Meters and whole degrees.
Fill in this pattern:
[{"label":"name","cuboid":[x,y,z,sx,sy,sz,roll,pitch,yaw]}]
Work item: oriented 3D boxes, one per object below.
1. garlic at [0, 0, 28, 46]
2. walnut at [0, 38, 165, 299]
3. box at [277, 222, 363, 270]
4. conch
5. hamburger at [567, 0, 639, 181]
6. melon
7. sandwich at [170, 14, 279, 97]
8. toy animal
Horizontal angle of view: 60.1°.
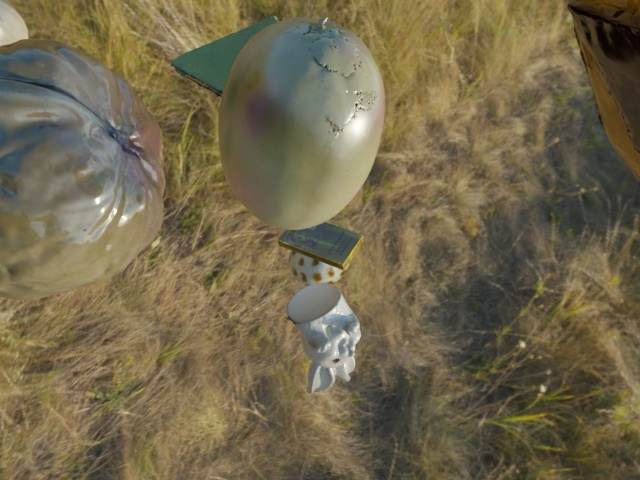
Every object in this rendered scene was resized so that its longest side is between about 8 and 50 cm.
[{"label":"garlic","cuboid":[-0.643,-0.366,0.983,0.210,0.237,0.292,-54,141,-4]},{"label":"walnut","cuboid":[-0.280,-0.066,0.546,0.248,0.248,0.248,15,60,-27]},{"label":"box","cuboid":[0.000,0.000,1.121,0.156,0.022,0.089,18,53,24]},{"label":"conch","cuboid":[0.002,0.057,1.549,0.182,0.275,0.149,-12,87,-2]},{"label":"hamburger","cuboid":[0.280,-0.104,0.342,0.295,0.151,0.227,38,17,-44]},{"label":"melon","cuboid":[-0.028,-0.151,0.762,0.223,0.317,0.223,8,50,-10]},{"label":"sandwich","cuboid":[-0.156,-0.391,1.184,0.245,0.063,0.212,30,81,1]},{"label":"toy animal","cuboid":[0.022,0.196,0.966,0.103,0.130,0.221,-35,124,-29]}]
